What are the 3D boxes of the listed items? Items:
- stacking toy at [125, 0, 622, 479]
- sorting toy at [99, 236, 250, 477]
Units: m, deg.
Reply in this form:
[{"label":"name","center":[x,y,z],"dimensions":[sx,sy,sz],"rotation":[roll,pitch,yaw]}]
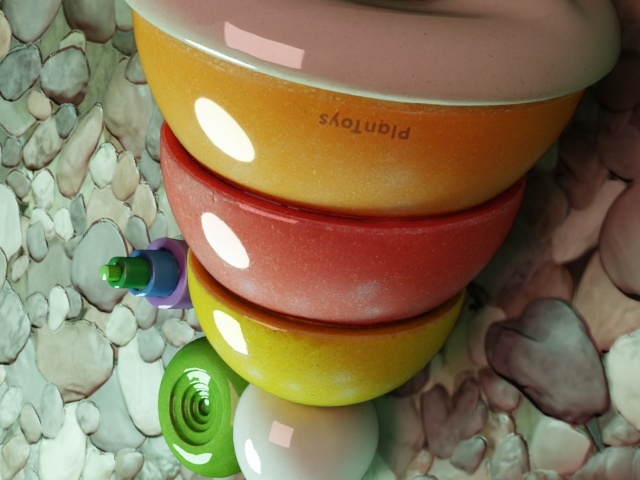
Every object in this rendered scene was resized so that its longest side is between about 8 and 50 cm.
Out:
[{"label":"stacking toy","center":[0.000,0.000,1.093],"dimensions":[0.350,0.350,0.480],"rotation":[34,125,37]},{"label":"sorting toy","center":[-0.124,0.169,1.266],"dimensions":[0.127,0.126,0.365],"rotation":[-26,72,37]}]
